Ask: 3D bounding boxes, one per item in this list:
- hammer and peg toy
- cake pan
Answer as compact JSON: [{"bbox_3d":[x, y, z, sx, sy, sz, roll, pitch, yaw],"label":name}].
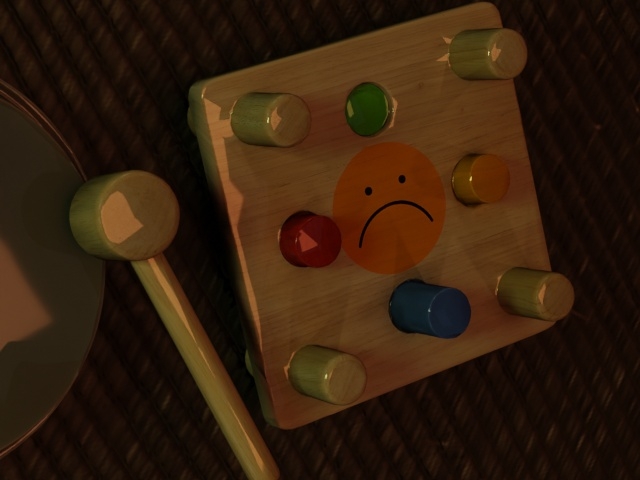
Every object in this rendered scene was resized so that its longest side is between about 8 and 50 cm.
[{"bbox_3d":[0.000,0.000,1.304,0.361,0.127,0.266,-20,104,-27],"label":"hammer and peg toy"},{"bbox_3d":[-0.266,0.022,1.197,0.293,0.054,0.293,-1,93,-29],"label":"cake pan"}]
